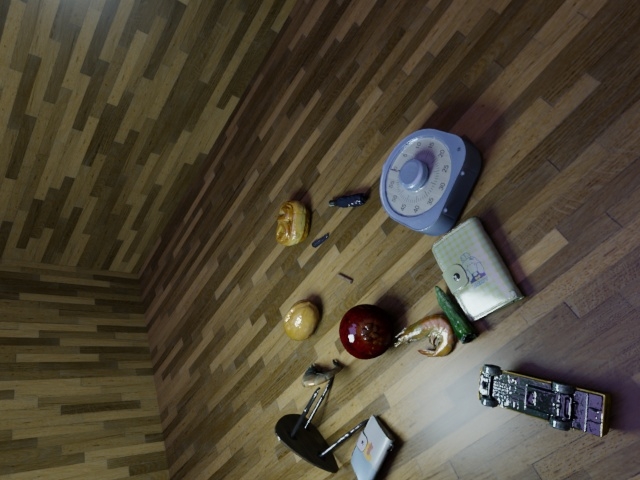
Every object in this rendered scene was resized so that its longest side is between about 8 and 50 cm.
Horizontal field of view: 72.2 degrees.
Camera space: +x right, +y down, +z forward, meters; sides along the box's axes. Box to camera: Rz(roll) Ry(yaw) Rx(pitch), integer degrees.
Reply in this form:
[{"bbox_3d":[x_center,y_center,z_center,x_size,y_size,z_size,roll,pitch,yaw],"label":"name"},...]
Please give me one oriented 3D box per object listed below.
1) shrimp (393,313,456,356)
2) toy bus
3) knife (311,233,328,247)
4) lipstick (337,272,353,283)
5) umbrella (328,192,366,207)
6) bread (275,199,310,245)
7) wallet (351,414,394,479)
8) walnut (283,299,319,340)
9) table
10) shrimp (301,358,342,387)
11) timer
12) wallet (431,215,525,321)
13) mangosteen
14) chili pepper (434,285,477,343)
[{"bbox_3d":[0.378,0.354,1.590,0.248,0.068,0.150,-23,69,37],"label":"shrimp"},{"bbox_3d":[0.623,0.443,1.243,0.335,0.123,0.121,1,82,49],"label":"toy bus"},{"bbox_3d":[0.000,0.000,2.135,0.121,0.018,0.031,-37,56,34],"label":"knife"},{"bbox_3d":[0.109,0.170,1.967,0.094,0.019,0.019,23,98,49],"label":"lipstick"},{"bbox_3d":[0.119,-0.174,2.017,0.248,0.070,0.071,-8,75,51],"label":"umbrella"},{"bbox_3d":[-0.141,-0.087,2.238,0.198,0.120,0.236,-2,80,49],"label":"bread"},{"bbox_3d":[0.197,0.804,1.671,0.231,0.069,0.170,-66,25,8],"label":"wallet"},{"bbox_3d":[-0.088,0.368,2.040,0.159,0.159,0.207,49,121,43],"label":"walnut"},{"bbox_3d":[-0.001,0.718,1.780,0.249,0.317,0.317,-54,44,4],"label":"table"},{"bbox_3d":[0.008,0.562,1.881,0.178,0.289,0.075,-18,79,2],"label":"shrimp"},{"bbox_3d":[0.377,-0.233,1.656,0.394,0.173,0.395,-14,71,46],"label":"timer"},{"bbox_3d":[0.520,0.100,1.491,0.223,0.077,0.310,-39,56,34],"label":"wallet"},{"bbox_3d":[0.173,0.355,1.732,0.257,0.215,0.215,138,139,-80],"label":"mangosteen"},{"bbox_3d":[0.455,0.244,1.514,0.059,0.088,0.227,-27,54,1],"label":"chili pepper"}]
